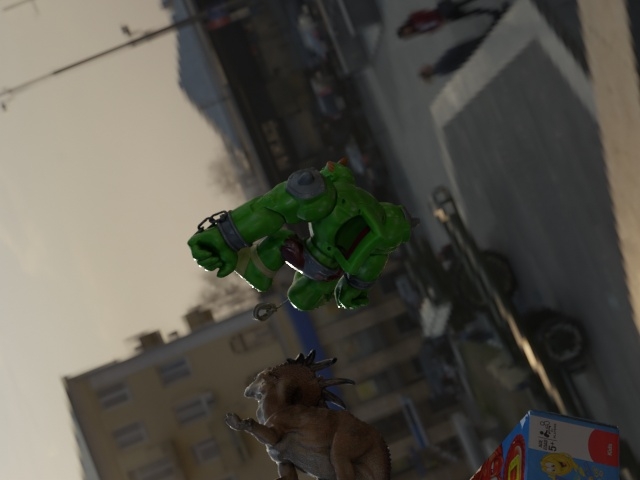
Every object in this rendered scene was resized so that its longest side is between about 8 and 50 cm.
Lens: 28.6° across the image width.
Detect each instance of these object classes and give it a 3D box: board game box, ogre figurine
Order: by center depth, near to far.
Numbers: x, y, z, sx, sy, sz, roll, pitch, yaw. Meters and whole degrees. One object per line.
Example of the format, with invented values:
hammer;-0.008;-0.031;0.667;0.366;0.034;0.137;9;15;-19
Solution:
ogre figurine;0.000;0.000;1.019;0.197;0.118;0.097;34;-150;-29
board game box;0.172;0.357;1.141;0.302;0.086;0.308;112;169;-55

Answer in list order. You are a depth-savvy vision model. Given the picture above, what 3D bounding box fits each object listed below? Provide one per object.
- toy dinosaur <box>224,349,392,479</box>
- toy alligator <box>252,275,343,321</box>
toy dinosaur;0.007;0.248;1.594;0.295;0.200;0.127;32;136;19
toy alligator;0.010;0.048;1.452;0.051;0.189;0.056;42;161;47
